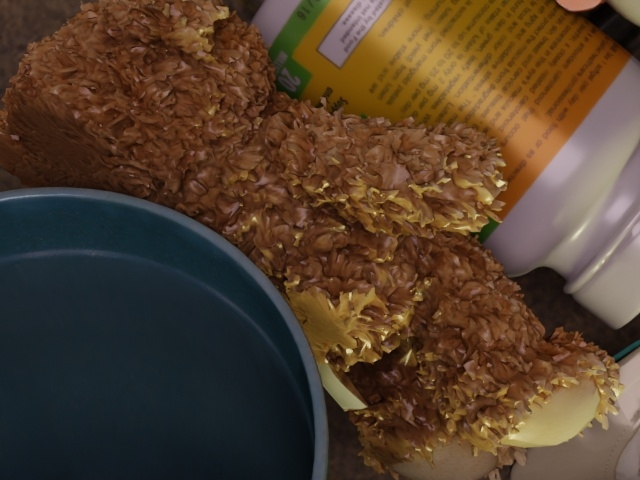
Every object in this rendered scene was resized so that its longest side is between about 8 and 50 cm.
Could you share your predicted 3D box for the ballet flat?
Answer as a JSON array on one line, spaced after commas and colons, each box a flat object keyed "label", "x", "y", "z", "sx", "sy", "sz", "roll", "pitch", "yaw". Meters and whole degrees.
[{"label": "ballet flat", "x": 0.211, "y": 0.071, "z": 0.941, "sx": 0.248, "sy": 0.086, "sz": 0.086, "roll": -42, "pitch": 88, "yaw": 4}]

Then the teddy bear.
[{"label": "teddy bear", "x": 0.000, "y": 0.000, "z": 0.885, "sx": 0.338, "sy": 0.245, "sz": 0.113, "roll": 32, "pitch": 61, "yaw": 5}]

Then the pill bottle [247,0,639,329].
[{"label": "pill bottle", "x": 0.089, "y": -0.068, "z": 0.927, "sx": 0.246, "sy": 0.136, "sz": 0.136, "roll": 39, "pitch": 94, "yaw": 3}]

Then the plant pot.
[{"label": "plant pot", "x": -0.122, "y": 0.156, "z": 0.861, "sx": 0.272, "sy": 0.255, "sz": 0.271, "roll": -2, "pitch": 58, "yaw": 4}]

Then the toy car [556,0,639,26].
[{"label": "toy car", "x": 0.216, "y": -0.177, "z": 0.876, "sx": 0.238, "sy": 0.219, "sz": 0.210, "roll": 6, "pitch": 91, "yaw": 6}]
